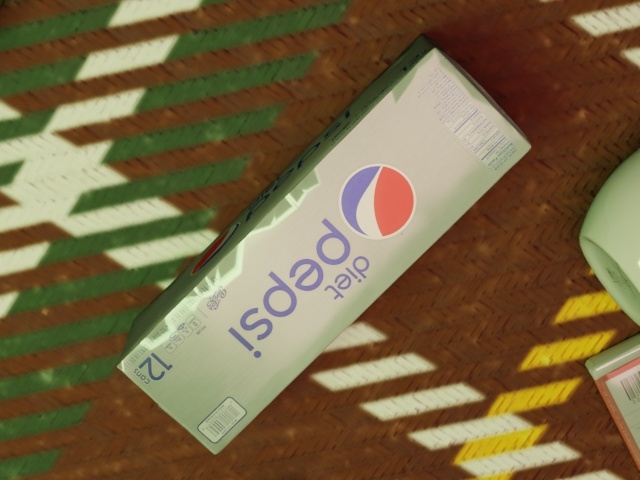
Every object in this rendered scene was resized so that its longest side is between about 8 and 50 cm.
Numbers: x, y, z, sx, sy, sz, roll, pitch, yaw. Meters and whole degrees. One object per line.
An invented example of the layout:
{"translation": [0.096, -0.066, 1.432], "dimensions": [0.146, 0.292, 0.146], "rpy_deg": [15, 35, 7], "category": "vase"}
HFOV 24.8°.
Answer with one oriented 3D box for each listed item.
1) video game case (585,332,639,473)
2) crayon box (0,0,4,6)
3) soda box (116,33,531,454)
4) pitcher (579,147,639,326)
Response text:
{"translation": [0.339, 0.161, 1.035], "dimensions": [0.204, 0.025, 0.285], "rpy_deg": [-27, 103, 5], "category": "video game case"}
{"translation": [-0.282, -0.209, 0.889], "dimensions": [0.203, 0.083, 0.323], "rpy_deg": [28, 101, -9], "category": "crayon box"}
{"translation": [0.000, 0.000, 0.944], "dimensions": [0.091, 0.098, 0.286], "rpy_deg": [44, 99, -10], "category": "soda box"}
{"translation": [0.288, -0.011, 0.941], "dimensions": [0.207, 0.125, 0.177], "rpy_deg": [-36, 100, -4], "category": "pitcher"}
